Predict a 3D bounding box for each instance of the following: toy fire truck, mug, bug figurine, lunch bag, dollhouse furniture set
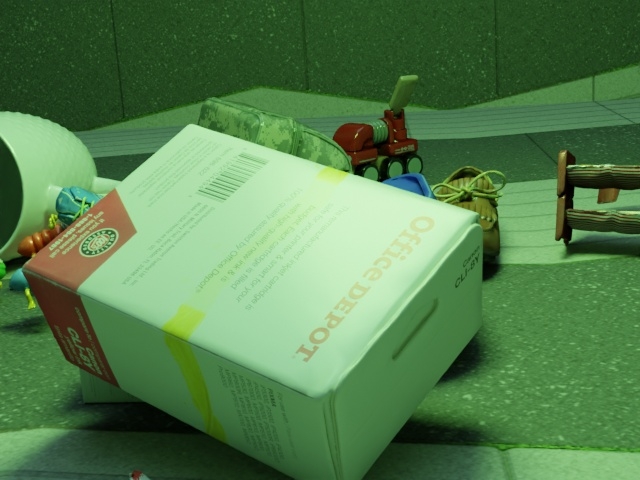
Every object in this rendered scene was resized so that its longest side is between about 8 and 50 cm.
[{"bbox_3d":[0.139,-0.258,2.348,0.217,0.246,0.158,-15,17,-36],"label":"toy fire truck"},{"bbox_3d":[-0.532,-0.098,1.886,0.374,0.276,0.328,10,11,17],"label":"mug"},{"bbox_3d":[-0.475,0.047,1.561,0.216,0.072,0.279,-26,18,-6],"label":"bug figurine"},{"bbox_3d":[-0.105,-0.171,2.156,0.256,0.212,0.305,7,9,-34],"label":"lunch bag"},{"bbox_3d":[0.545,-0.063,1.771,0.201,0.152,0.374,2,-2,24],"label":"dollhouse furniture set"}]

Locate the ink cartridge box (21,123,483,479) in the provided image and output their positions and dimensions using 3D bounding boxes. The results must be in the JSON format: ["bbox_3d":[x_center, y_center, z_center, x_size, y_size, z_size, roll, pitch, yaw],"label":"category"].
[{"bbox_3d":[-0.062,0.056,1.046,0.385,0.160,0.279,20,48,31],"label":"ink cartridge box"}]

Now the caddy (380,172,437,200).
[{"bbox_3d":[0.080,0.048,1.329,0.241,0.179,0.341,-25,13,7],"label":"caddy"}]

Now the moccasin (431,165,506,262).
[{"bbox_3d":[0.248,-0.051,1.715,0.139,0.147,0.380,0,15,16],"label":"moccasin"}]

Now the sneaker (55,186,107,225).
[{"bbox_3d":[-0.355,-0.024,1.599,0.126,0.091,0.240,17,6,-28],"label":"sneaker"}]

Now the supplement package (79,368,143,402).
[{"bbox_3d":[-0.191,0.127,1.217,0.179,0.105,0.105,-2,15,7],"label":"supplement package"}]

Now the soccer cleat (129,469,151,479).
[{"bbox_3d":[-0.156,0.239,0.937,0.036,0.029,0.083,-1,15,-24],"label":"soccer cleat"}]
